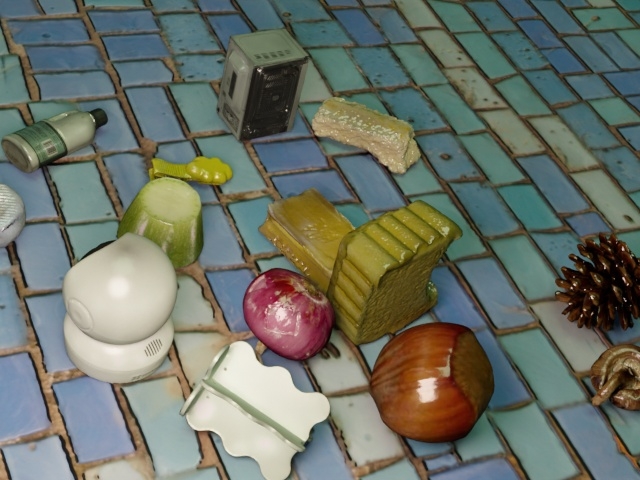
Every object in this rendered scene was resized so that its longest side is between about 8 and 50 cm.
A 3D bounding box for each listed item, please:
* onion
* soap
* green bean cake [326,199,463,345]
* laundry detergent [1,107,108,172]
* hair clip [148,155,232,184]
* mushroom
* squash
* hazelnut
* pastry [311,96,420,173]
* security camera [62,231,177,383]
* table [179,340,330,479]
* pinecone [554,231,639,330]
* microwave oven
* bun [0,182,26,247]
[{"bbox_3d":[-0.058,0.131,1.795,0.177,0.153,0.177,29,47,-36],"label":"onion"},{"bbox_3d":[0.000,0.001,2.001,0.135,0.076,0.233,-23,53,-35],"label":"soap"},{"bbox_3d":[0.130,0.056,1.867,0.233,0.236,0.124,-25,55,-33],"label":"green bean cake"},{"bbox_3d":[-0.530,-0.216,2.073,0.099,0.070,0.226,32,46,26],"label":"laundry detergent"},{"bbox_3d":[-0.265,-0.144,2.096,0.173,0.046,0.072,-1,49,-20],"label":"hair clip"},{"bbox_3d":[0.564,0.266,1.897,0.171,0.080,0.135,-22,43,-33],"label":"mushroom"},{"bbox_3d":[-0.296,-0.034,1.927,0.170,0.123,0.170,10,48,-11],"label":"squash"},{"bbox_3d":[0.195,0.248,1.745,0.186,0.210,0.210,19,37,-34],"label":"hazelnut"},{"bbox_3d":[0.104,-0.242,2.282,0.258,0.089,0.121,26,56,14],"label":"pastry"},{"bbox_3d":[-0.329,0.100,1.688,0.195,0.236,0.194,8,46,-8],"label":"security camera"},{"bbox_3d":[-0.101,0.277,1.642,0.198,0.166,0.166,33,45,6],"label":"table"},{"bbox_3d":[0.556,0.090,2.005,0.208,0.207,0.207,8,43,-8],"label":"pinecone"},{"bbox_3d":[-0.128,-0.336,2.215,0.162,0.208,0.122,-16,52,-30],"label":"microwave oven"},{"bbox_3d":[-0.609,-0.038,1.860,0.141,0.083,0.141,5,54,-7],"label":"bun"}]
